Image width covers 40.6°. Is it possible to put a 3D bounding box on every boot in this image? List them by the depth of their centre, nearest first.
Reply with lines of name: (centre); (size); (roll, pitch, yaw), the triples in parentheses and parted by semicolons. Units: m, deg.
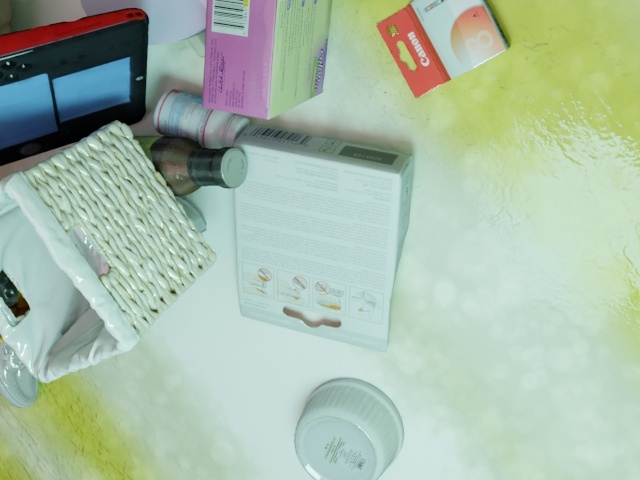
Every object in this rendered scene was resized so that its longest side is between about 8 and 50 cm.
boot: (-0.654, 0.244, 1.893); (0.123, 0.095, 0.258); (-11, 103, 31)

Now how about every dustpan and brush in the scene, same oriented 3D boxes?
dustpan and brush: (-0.329, -0.070, 1.669); (0.147, 0.060, 0.211); (-34, 89, -3)

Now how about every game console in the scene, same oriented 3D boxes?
game console: (-0.450, -0.237, 1.431); (0.342, 0.386, 0.060); (-16, 79, -17)

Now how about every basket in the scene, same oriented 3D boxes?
basket: (-0.420, 0.022, 1.489); (0.331, 0.266, 0.328); (-23, 105, 43)

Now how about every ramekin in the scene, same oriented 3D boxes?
ramekin: (0.047, 0.379, 1.658); (0.207, 0.109, 0.207); (7, 110, 19)

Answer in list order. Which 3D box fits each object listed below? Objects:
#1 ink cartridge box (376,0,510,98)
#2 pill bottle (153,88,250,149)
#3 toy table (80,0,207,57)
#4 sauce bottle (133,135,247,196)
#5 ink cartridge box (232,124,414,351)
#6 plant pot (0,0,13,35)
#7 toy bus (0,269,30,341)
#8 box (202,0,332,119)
ink cartridge box: (0.191, -0.328, 1.388); (0.179, 0.045, 0.145); (-27, 97, 25)
pill bottle: (-0.213, -0.212, 1.563); (0.160, 0.087, 0.087); (19, 114, 14)
toy table: (-0.243, -0.429, 1.457); (0.274, 0.161, 0.252); (10, 111, 18)
sauce bottle: (-0.284, -0.134, 1.546); (0.345, 0.111, 0.111); (3, 110, 36)
ink cartridge box: (0.000, 0.000, 1.573); (0.308, 0.091, 0.384); (12, 125, 17)
plant pot: (-0.689, -0.295, 1.618); (0.334, 0.334, 0.305); (0, 120, 22)
toy bus: (-0.588, 0.130, 1.676); (0.211, 0.149, 0.220); (-21, 97, 37)
box: (-0.080, -0.327, 1.381); (0.117, 0.243, 0.213); (13, 113, 17)
